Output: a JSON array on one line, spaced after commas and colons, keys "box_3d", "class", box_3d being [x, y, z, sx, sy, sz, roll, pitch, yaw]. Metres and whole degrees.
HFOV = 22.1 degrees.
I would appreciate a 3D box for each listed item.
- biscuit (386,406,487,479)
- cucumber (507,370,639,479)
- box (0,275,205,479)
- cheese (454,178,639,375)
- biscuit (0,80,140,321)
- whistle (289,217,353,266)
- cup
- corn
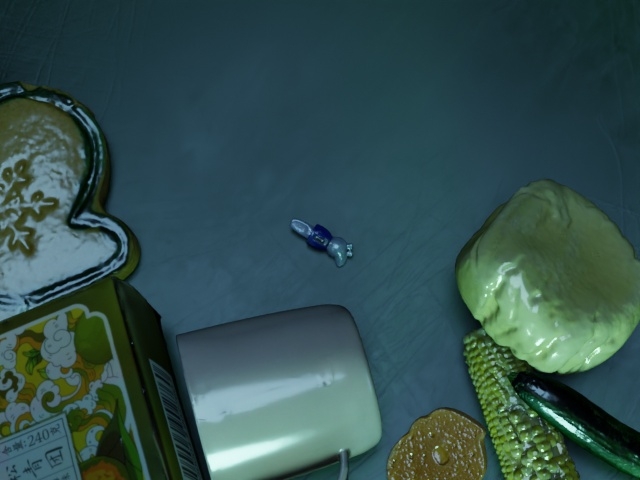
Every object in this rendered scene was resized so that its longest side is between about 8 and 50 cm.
[{"box_3d": [0.136, 0.253, 1.898, 0.130, 0.019, 0.102, -45, 76, 10], "class": "biscuit"}, {"box_3d": [0.332, 0.224, 1.862, 0.284, 0.056, 0.056, 29, 80, -13], "class": "cucumber"}, {"box_3d": [-0.336, 0.287, 1.791, 0.420, 0.138, 0.373, -22, 63, 6], "class": "box"}, {"box_3d": [0.271, 0.042, 1.878, 0.214, 0.117, 0.226, 45, 54, 7], "class": "cheese"}, {"box_3d": [-0.359, -0.017, 1.967, 0.287, 0.057, 0.344, 24, 80, 7], "class": "biscuit"}, {"box_3d": [0.000, 0.000, 1.968, 0.083, 0.029, 0.033, 31, 96, 1], "class": "whistle"}, {"box_3d": [-0.036, 0.201, 1.835, 0.200, 0.191, 0.253, -14, 61, -4], "class": "cup"}, {"box_3d": [0.239, 0.232, 1.880, 0.086, 0.086, 0.288, -19, 77, -2], "class": "corn"}]
